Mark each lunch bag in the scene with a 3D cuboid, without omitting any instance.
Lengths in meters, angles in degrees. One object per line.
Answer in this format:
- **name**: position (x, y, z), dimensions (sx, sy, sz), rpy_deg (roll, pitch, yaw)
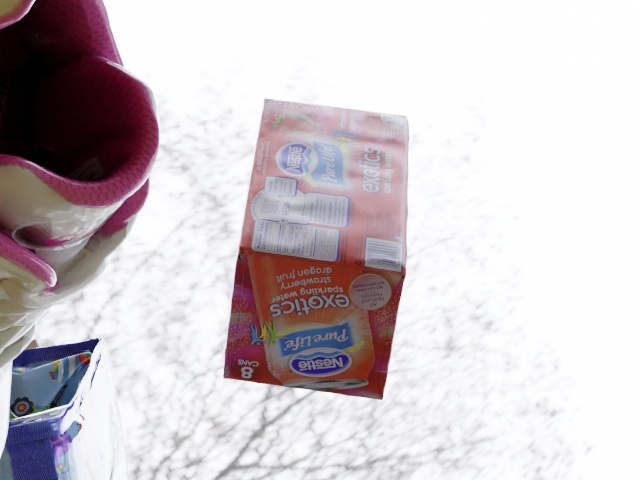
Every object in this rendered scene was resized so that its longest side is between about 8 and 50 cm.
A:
- **lunch bag**: position (-0.178, 0.201, 1.138), dimensions (0.138, 0.293, 0.221), rpy_deg (-7, -83, -13)

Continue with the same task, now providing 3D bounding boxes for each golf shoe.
- **golf shoe**: position (-0.113, -0.001, 0.490), dimensions (0.140, 0.115, 0.306), rpy_deg (22, -37, 18)

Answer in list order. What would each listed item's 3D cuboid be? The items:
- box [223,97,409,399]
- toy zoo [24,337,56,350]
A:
- **box**: position (0.000, 0.000, 1.381), dimensions (0.128, 0.257, 0.122), rpy_deg (8, -58, -2)
- **toy zoo**: position (-0.248, 0.262, 1.562), dimensions (0.192, 0.030, 0.293), rpy_deg (-40, -110, 23)
